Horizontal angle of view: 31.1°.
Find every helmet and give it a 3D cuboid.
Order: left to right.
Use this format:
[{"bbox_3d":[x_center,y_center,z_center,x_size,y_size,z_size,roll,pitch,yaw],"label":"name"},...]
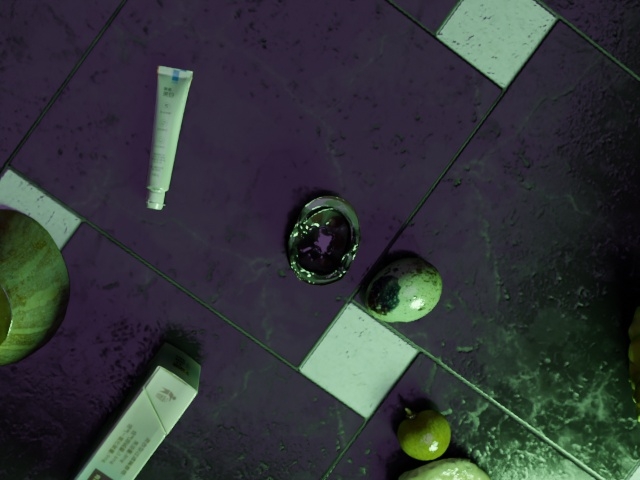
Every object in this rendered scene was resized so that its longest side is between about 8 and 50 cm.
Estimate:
[{"bbox_3d":[0.000,0.000,1.555,0.098,0.070,0.123,18,88,-12],"label":"helmet"}]

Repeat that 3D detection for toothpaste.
[{"bbox_3d":[-0.210,-0.137,1.545,0.048,0.031,0.190,9,92,-2],"label":"toothpaste"}]

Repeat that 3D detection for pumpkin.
[{"bbox_3d":[-0.443,0.071,1.508,0.218,0.110,0.217,-1,99,-7],"label":"pumpkin"}]

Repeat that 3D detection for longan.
[{"bbox_3d":[0.142,0.264,1.596,0.075,0.075,0.083,-29,103,-1],"label":"longan"}]

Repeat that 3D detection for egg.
[{"bbox_3d":[0.112,0.069,1.564,0.110,0.085,0.085,-20,98,5],"label":"egg"}]

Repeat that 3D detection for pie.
[{"bbox_3d":[0.182,0.406,1.622,0.185,0.052,0.218,-6,102,-19],"label":"pie"}]

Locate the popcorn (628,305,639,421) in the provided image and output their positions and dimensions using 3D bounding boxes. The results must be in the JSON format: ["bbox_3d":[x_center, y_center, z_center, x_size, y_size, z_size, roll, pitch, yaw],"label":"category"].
[{"bbox_3d":[0.508,0.162,1.532,0.206,0.237,0.251,1,138,30],"label":"popcorn"}]

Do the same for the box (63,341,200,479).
[{"bbox_3d":[-0.254,0.260,1.523,0.067,0.155,0.243,36,94,-9],"label":"box"}]
